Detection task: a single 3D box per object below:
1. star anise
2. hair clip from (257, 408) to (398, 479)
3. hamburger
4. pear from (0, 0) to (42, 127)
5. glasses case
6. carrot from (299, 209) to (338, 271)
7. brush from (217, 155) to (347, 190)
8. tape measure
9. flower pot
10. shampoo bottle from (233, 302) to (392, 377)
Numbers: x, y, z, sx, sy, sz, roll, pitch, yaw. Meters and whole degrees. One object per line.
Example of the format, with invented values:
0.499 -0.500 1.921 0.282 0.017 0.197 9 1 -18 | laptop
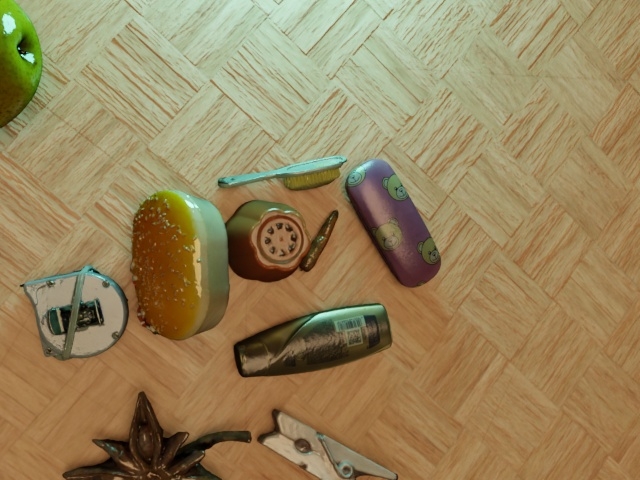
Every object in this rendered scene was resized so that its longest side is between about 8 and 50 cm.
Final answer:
-0.332 0.469 1.369 0.292 0.109 0.350 41 88 -20 | star anise
0.020 0.490 1.490 0.330 0.085 0.101 34 77 -13 | hair clip
-0.284 0.050 1.332 0.151 0.227 0.296 2 85 -41 | hamburger
-0.643 -0.331 1.197 0.294 0.294 0.295 0 89 -18 | pear
0.170 -0.038 1.551 0.123 0.076 0.317 -33 99 -15 | glasses case
0.001 0.001 1.519 0.035 0.035 0.165 35 78 -14 | carrot
-0.080 -0.134 1.488 0.296 0.068 0.060 -11 114 -14 | brush
-0.475 0.144 1.328 0.180 0.107 0.182 -19 92 -11 | tape measure
-0.107 0.000 1.414 0.190 0.173 0.191 0 89 -16 | flower pot
-0.015 0.227 1.484 0.349 0.084 0.126 -12 90 -17 | shampoo bottle
